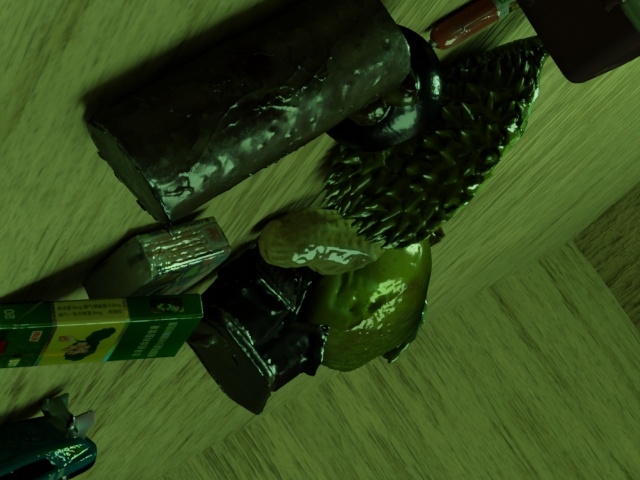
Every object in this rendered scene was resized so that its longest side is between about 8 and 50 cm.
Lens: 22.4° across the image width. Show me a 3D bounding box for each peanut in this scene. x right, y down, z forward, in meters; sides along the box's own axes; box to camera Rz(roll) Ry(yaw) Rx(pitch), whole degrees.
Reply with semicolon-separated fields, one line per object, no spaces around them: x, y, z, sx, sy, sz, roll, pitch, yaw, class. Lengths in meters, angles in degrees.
0.000;0.000;2.158;0.194;0.083;0.093;-1;147;-30;peanut

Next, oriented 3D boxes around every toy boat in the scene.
-0.444;0.292;2.187;0.299;0.134;0.092;-20;126;-47;toy boat

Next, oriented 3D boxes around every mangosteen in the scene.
0.049;-0.151;1.572;0.137;0.137;0.151;-37;174;13;mangosteen

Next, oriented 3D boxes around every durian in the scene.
0.159;-0.120;1.997;0.394;0.163;0.198;-45;168;23;durian

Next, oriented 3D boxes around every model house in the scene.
-0.083;0.113;2.189;0.164;0.203;0.141;-43;-163;-33;model house

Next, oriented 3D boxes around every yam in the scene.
-0.063;-0.120;1.411;0.280;0.131;0.131;-32;169;-20;yam

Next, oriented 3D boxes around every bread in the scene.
0.052;0.067;2.398;0.251;0.208;0.376;-37;166;-9;bread

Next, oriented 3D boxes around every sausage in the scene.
0.222;-0.278;1.793;0.253;0.034;0.034;-33;169;-10;sausage

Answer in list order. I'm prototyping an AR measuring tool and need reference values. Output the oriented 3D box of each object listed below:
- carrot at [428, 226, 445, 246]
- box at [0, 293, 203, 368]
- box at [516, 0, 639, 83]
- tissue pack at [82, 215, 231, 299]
0.117;0.019;2.711;0.229;0.069;0.069;-28;168;-38;carrot
-0.259;0.101;1.790;0.235;0.034;0.132;-3;157;-22;box
0.343;-0.297;1.685;0.294;0.193;0.167;-28;176;-32;box
-0.187;0.029;1.849;0.109;0.060;0.148;-36;170;35;tissue pack
